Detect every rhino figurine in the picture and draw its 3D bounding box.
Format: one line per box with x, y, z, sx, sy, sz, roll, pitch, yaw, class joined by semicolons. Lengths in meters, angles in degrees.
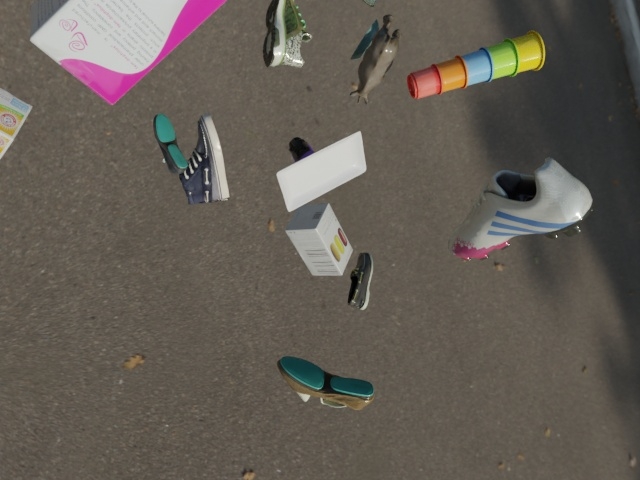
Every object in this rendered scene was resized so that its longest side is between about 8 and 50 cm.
0.132;-0.432;1.283;0.073;0.243;0.106;21;57;-7;rhino figurine

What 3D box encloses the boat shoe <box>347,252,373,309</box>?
0.148;0.145;1.940;0.069;0.081;0.227;16;66;-21;boat shoe

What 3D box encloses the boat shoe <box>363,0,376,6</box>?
0.102;-0.693;1.386;0.135;0.045;0.050;29;32;-22;boat shoe

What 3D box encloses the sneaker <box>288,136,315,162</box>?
-0.077;-0.352;2.093;0.102;0.293;0.146;-35;102;3;sneaker

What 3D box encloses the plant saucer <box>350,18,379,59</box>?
0.120;-0.520;1.340;0.021;0.119;0.119;34;59;-5;plant saucer

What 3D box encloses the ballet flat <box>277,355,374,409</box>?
0.007;0.491;1.703;0.342;0.124;0.116;17;31;-6;ballet flat

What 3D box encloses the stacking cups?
0.365;-0.419;1.230;0.316;0.096;0.096;-14;89;0;stacking cups

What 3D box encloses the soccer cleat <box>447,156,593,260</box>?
0.333;-0.060;0.944;0.143;0.331;0.116;46;63;-10;soccer cleat

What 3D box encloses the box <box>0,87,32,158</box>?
-0.749;-0.249;1.141;0.114;0.203;0.103;31;52;-33;box

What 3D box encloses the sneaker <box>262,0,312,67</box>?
-0.123;-0.879;2.100;0.182;0.158;0.410;12;78;-27;sneaker

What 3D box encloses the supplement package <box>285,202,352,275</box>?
0.000;0.000;1.869;0.244;0.134;0.139;60;41;-37;supplement package

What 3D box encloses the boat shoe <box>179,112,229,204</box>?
-0.425;-0.271;1.795;0.158;0.127;0.340;-15;128;-14;boat shoe

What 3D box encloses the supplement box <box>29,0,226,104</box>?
-0.214;-0.284;0.591;0.111;0.220;0.114;43;12;-47;supplement box

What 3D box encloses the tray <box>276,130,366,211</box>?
0.004;-0.198;1.434;0.270;0.030;0.145;-29;135;-14;tray

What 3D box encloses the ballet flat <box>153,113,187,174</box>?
-0.485;-0.298;1.617;0.074;0.074;0.203;-20;82;-40;ballet flat
